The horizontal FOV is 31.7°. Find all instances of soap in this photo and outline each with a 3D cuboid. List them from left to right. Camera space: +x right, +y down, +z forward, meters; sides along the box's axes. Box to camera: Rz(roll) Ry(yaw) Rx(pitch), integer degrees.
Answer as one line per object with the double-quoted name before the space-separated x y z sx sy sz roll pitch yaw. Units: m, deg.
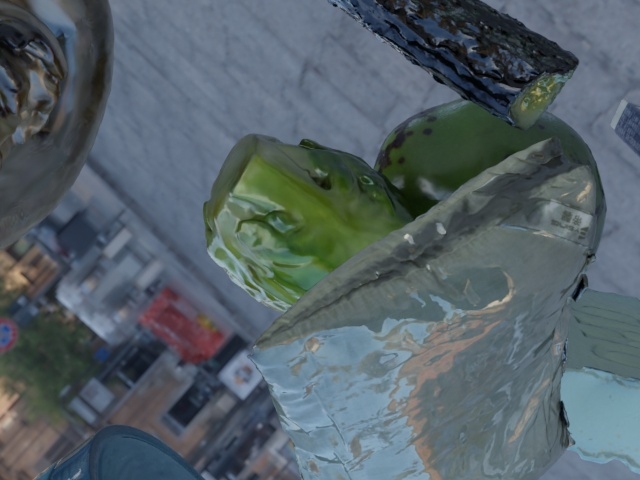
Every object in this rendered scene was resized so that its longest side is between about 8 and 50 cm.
"soap" 0.208 0.093 0.790 0.114 0.063 0.198 15 -165 6

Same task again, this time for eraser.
"eraser" 0.433 -0.120 1.401 0.092 0.046 0.212 20 -162 -7

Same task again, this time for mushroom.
"mushroom" -0.313 -0.132 0.881 0.294 0.362 0.362 23 160 38

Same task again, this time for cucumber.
"cucumber" 0.060 -0.195 0.891 0.303 0.072 0.081 35 143 9

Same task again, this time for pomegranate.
"pomegranate" 0.166 -0.042 1.189 0.254 0.254 0.270 53 -162 -46

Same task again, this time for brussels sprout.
"brussels sprout" 0.000 0.000 1.010 0.223 0.161 0.223 25 -167 -6

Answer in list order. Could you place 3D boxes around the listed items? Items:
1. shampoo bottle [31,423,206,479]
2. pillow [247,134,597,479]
"shampoo bottle" -0.258 0.423 1.174 0.331 0.342 0.331 52 -172 -10
"pillow" 0.053 0.071 0.488 0.230 0.148 0.050 77 166 -49
